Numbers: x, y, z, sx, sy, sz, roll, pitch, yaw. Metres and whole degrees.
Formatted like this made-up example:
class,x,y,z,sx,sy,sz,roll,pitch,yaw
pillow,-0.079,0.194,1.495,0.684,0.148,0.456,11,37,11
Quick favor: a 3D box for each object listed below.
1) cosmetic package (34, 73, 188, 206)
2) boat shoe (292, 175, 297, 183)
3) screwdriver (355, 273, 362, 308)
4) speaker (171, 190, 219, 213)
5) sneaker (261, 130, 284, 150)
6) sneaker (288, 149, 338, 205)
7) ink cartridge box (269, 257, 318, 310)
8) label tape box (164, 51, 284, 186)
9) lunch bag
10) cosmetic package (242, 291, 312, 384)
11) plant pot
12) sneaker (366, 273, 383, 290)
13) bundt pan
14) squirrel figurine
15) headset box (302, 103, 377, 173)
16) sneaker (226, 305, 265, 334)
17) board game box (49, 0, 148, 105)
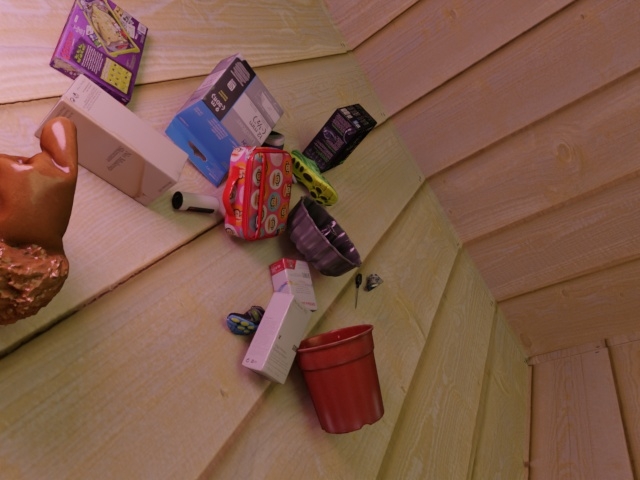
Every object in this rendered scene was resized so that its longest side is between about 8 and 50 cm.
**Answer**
class,x,y,z,sx,sy,sz,roll,pitch,yaw
cosmetic package,-0.512,-0.239,1.147,0.309,0.160,0.113,38,41,-32
boat shoe,-0.146,-0.274,1.788,0.142,0.040,0.049,53,-4,-13
screwdriver,0.151,0.207,1.884,0.025,0.024,0.170,22,51,-6
speaker,-0.367,-0.112,1.351,0.136,0.055,0.055,4,64,-54
sneaker,-0.226,-0.341,1.690,0.226,0.164,0.086,34,48,29
sneaker,-0.024,-0.262,1.884,0.295,0.109,0.124,46,40,-24
ink cartridge box,-0.090,0.158,1.528,0.127,0.072,0.175,15,56,-51
label tape box,-0.294,-0.382,1.461,0.249,0.115,0.348,50,54,-36
lunch bag,-0.205,-0.150,1.440,0.258,0.120,0.294,-13,112,-57
cosmetic package,-0.119,0.278,1.314,0.117,0.085,0.231,49,55,-43
plant pot,0.067,0.425,1.409,0.272,0.272,0.265,-9,82,-56
sneaker,0.223,0.179,1.981,0.058,0.052,0.135,56,25,7
bundt pan,0.000,0.000,1.661,0.331,0.124,0.331,45,16,-16
squirrel figurine,-0.630,-0.028,0.742,0.370,0.281,0.398,8,58,-45
headset box,0.080,-0.444,2.015,0.131,0.283,0.246,47,32,4
sneaker,-0.205,0.230,1.337,0.188,0.067,0.078,15,44,-52
board game box,-0.626,-0.567,1.324,0.208,0.056,0.347,34,42,-43
